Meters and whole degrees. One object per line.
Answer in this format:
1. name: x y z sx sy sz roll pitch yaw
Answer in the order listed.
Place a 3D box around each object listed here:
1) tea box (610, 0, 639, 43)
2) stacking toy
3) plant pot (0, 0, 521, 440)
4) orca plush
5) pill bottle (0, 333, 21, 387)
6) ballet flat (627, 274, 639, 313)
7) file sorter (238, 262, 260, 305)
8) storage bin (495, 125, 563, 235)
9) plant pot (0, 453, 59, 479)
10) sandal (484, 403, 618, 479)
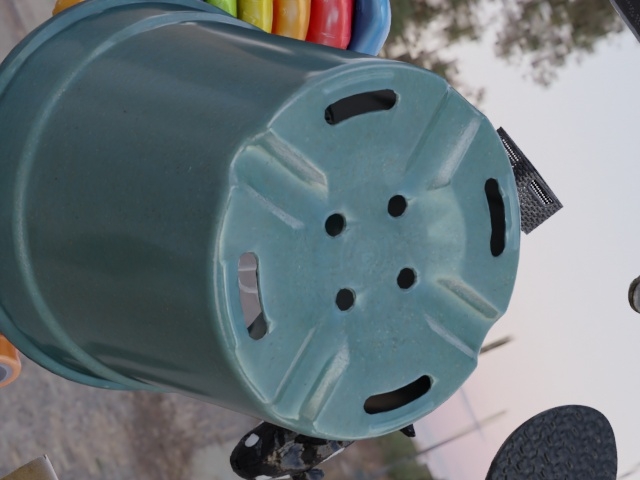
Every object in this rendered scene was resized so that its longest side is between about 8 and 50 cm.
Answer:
1. tea box: 0.386 -0.411 1.298 0.329 0.323 0.220 54 -9 -3
2. stacking toy: -0.101 -0.227 1.258 0.175 0.302 0.165 126 -48 -63
3. plant pot: -0.051 -0.014 1.008 0.334 0.341 0.341 16 -47 54
4. orca plush: 0.010 0.307 2.045 0.102 0.287 0.151 -159 -113 -73
5. pill bottle: -0.372 0.035 1.417 0.130 0.130 0.245 74 0 -61
6. ballet flat: 0.589 0.065 2.253 0.058 0.250 0.084 17 -61 49
7. file sorter: 0.000 0.000 1.676 0.277 0.173 0.192 47 42 -58
8. storage bin: 0.339 -0.106 2.367 0.122 0.084 0.180 46 11 -28
9. plant pot: -0.479 0.517 2.196 0.254 0.237 0.237 56 -5 4
10. sandal: 0.258 0.420 1.822 0.168 0.445 0.107 28 -13 -7
